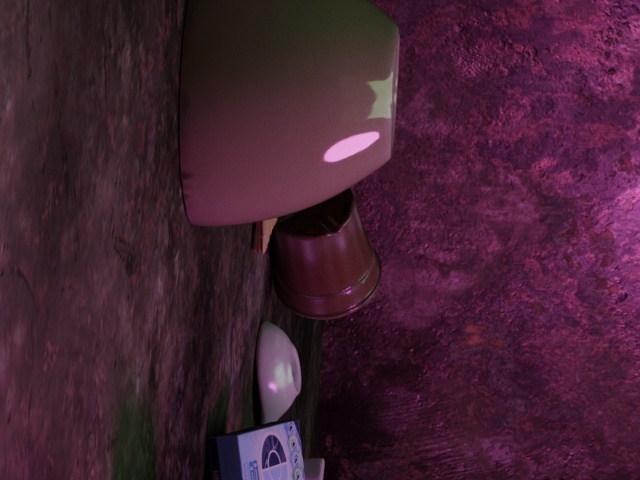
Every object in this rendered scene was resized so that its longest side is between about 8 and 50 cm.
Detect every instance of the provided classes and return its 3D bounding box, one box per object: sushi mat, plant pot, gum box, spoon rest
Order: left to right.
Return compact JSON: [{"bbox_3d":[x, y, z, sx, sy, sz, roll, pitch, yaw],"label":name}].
[{"bbox_3d":[-0.067,0.294,1.813,0.184,0.041,0.156,4,79,-70],"label":"gum box"},{"bbox_3d":[-0.068,-0.155,2.077,0.151,0.019,0.316,-71,164,-71],"label":"sushi mat"},{"bbox_3d":[-0.061,0.242,2.281,0.137,0.084,0.276,-83,161,-57],"label":"spoon rest"},{"bbox_3d":[-0.021,-0.150,1.534,0.284,0.191,0.284,3,90,-87],"label":"plant pot"},{"bbox_3d":[0.000,0.000,2.304,0.165,0.167,0.167,78,14,-49],"label":"plant pot"}]
